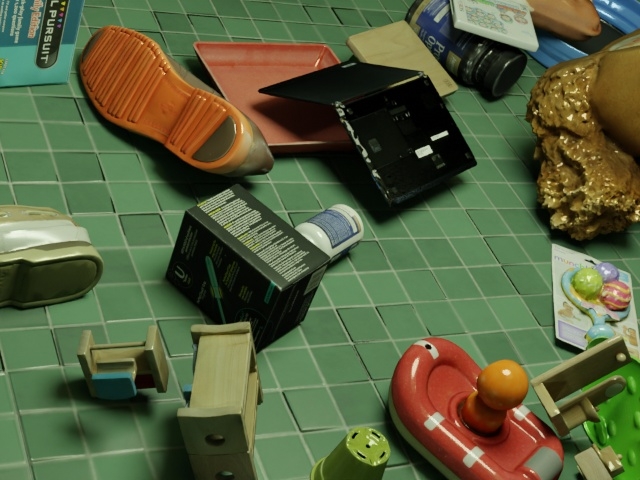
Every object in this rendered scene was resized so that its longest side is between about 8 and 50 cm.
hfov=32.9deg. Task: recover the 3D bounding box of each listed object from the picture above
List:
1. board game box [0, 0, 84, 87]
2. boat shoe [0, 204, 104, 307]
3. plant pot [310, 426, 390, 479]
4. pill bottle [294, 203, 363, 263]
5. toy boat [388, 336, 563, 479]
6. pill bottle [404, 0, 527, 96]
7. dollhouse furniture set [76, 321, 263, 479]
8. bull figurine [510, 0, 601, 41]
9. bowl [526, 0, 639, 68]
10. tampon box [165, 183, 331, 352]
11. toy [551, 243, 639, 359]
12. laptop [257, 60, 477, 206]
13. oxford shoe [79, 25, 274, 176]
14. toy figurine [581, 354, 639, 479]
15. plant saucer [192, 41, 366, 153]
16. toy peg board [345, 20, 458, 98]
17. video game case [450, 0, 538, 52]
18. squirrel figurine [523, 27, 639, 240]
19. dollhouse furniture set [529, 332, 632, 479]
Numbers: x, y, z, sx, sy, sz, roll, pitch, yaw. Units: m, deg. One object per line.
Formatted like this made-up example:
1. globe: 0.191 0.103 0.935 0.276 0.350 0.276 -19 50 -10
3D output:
1. board game box: -0.485 -0.322 1.449 0.336 0.254 0.079 -11 50 -36
2. boat shoe: -0.401 0.019 1.223 0.302 0.113 0.103 0 42 -42
3. plant pot: 0.040 0.249 1.197 0.083 0.079 0.083 14 40 -12
4. pill bottle: 0.000 0.000 1.475 0.067 0.067 0.120 39 40 18
5. toy boat: 0.193 0.197 1.279 0.231 0.151 0.151 40 41 19
6. pill bottle: 0.267 -0.364 1.990 0.123 0.123 0.219 -23 57 -43
7. dollhouse furniture set: -0.162 0.181 1.163 0.184 0.129 0.129 -3 41 5
8. bull figurine: 0.397 -0.478 2.075 0.310 0.101 0.188 25 36 -15
9. bowl: 0.562 -0.433 2.260 0.391 0.077 0.391 14 39 -12
10. tampon box: -0.092 0.033 1.345 0.161 0.120 0.101 39 41 18
11. toy: 0.416 0.081 1.605 0.137 0.056 0.237 22 38 -5
12. laptop: 0.076 -0.176 1.687 0.234 0.136 0.264 -27 86 -44
13. oxford shoe: -0.215 -0.191 1.576 0.364 0.130 0.133 40 8 29
14. toy figurine: 0.444 0.240 1.409 0.159 0.130 0.173 10 61 -31
15. plant saucer: -0.048 -0.221 1.723 0.258 0.048 0.259 -6 46 -32
16. toy peg board: 0.126 -0.282 1.877 0.161 0.079 0.160 -27 76 -44
17. video game case: 0.307 -0.400 1.936 0.157 0.019 0.143 15 39 -12
18. squirrel figurine: 0.532 -0.136 1.743 0.397 0.370 0.281 -19 13 7
19. dollhouse furniture set: 0.356 0.230 1.301 0.123 0.144 0.151 -30 43 5
